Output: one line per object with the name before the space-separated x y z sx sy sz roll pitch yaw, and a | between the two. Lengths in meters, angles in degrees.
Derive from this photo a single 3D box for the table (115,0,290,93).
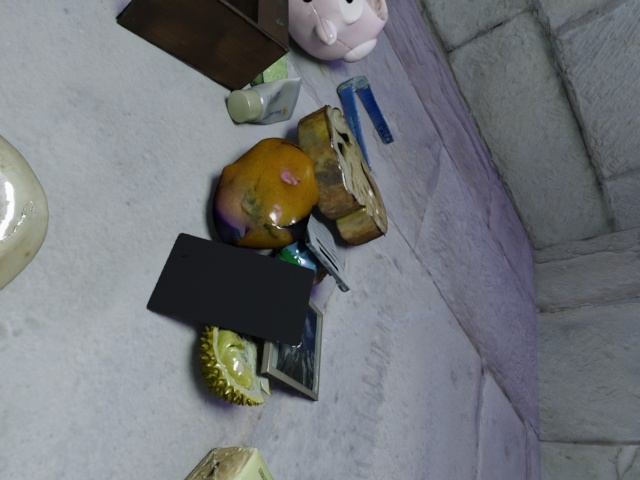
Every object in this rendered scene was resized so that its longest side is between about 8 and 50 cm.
table | -0.230 -0.508 0.866 0.282 0.196 0.250 18 63 -45

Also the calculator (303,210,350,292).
calculator | 0.000 0.000 0.978 0.161 0.021 0.261 51 11 -29

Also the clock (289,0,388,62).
clock | 0.011 -0.679 1.193 0.368 0.251 0.376 61 32 -16

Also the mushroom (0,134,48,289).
mushroom | -0.412 -0.034 0.428 0.246 0.202 0.246 9 79 -54

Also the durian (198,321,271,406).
durian | -0.160 0.197 0.751 0.146 0.102 0.208 49 19 -30

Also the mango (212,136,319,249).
mango | -0.106 -0.100 0.875 0.201 0.153 0.287 46 42 -18

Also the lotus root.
lotus root | 0.069 -0.180 1.138 0.390 0.111 0.375 53 29 -37

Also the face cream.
face cream | -0.120 -0.333 1.016 0.070 0.114 0.224 35 35 20

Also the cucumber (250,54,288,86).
cucumber | -0.134 -0.425 1.057 0.115 0.062 0.116 -10 101 -51

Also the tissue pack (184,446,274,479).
tissue pack | -0.129 0.463 0.643 0.159 0.125 0.234 -36 104 -52

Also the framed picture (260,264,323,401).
framed picture | -0.048 0.200 0.861 0.281 0.019 0.209 57 32 -56

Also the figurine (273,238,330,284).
figurine | -0.047 0.043 0.957 0.178 0.114 0.144 29 30 -57

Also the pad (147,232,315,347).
pad | -0.148 0.085 0.749 0.265 0.009 0.159 16 56 -6

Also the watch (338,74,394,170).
watch | 0.135 -0.395 1.399 0.274 0.068 0.276 62 37 -21
